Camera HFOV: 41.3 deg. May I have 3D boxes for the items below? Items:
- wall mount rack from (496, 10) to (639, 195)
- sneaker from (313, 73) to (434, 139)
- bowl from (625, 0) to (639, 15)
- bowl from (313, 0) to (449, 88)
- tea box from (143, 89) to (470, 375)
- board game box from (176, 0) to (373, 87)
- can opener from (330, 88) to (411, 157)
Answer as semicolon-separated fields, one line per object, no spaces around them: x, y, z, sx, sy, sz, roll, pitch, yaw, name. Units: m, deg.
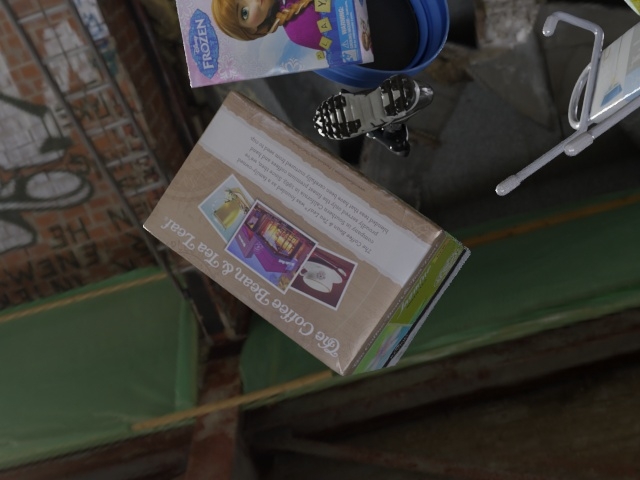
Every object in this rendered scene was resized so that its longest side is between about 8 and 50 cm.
0.365;-0.209;1.141;0.131;0.304;0.350;17;166;-7;wall mount rack
0.095;-0.221;1.435;0.234;0.078;0.106;-13;176;43;sneaker
0.627;-0.620;1.741;0.156;0.289;0.289;-40;-164;23;bowl
0.058;-0.457;1.608;0.391;0.391;0.077;-38;174;-36;bowl
0.000;0.000;1.169;0.220;0.329;0.323;-56;164;6;tea box
-0.091;-0.429;1.392;0.318;0.318;0.066;-4;-167;23;board game box
0.089;-0.218;1.558;0.186;0.073;0.059;39;-127;19;can opener
